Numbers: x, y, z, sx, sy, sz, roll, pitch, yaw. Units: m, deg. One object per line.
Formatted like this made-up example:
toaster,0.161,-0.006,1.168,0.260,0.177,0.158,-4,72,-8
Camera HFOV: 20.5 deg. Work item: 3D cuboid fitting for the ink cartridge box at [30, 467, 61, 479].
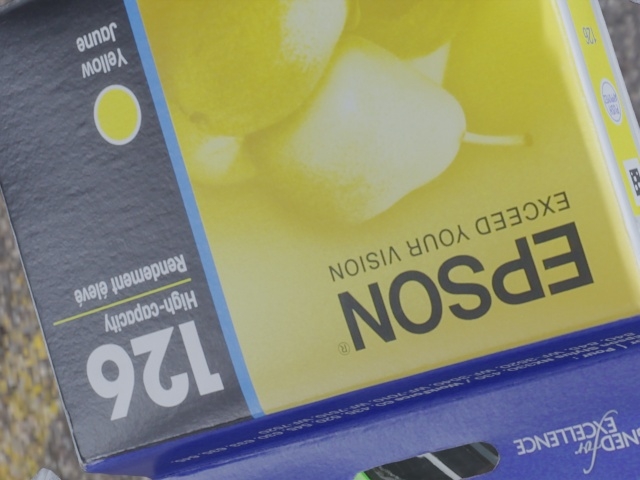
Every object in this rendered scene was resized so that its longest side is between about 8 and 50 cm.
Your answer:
ink cartridge box,-0.282,0.289,1.347,0.224,0.223,0.045,-44,98,3

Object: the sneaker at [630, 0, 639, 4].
sneaker,0.184,-0.154,0.940,0.042,0.067,0.118,29,61,8

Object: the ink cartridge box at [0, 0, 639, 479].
ink cartridge box,0.000,0.000,0.785,0.303,0.072,0.307,-19,86,30

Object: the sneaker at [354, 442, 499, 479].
sneaker,0.239,0.094,1.108,0.482,0.185,0.202,-1,99,13
